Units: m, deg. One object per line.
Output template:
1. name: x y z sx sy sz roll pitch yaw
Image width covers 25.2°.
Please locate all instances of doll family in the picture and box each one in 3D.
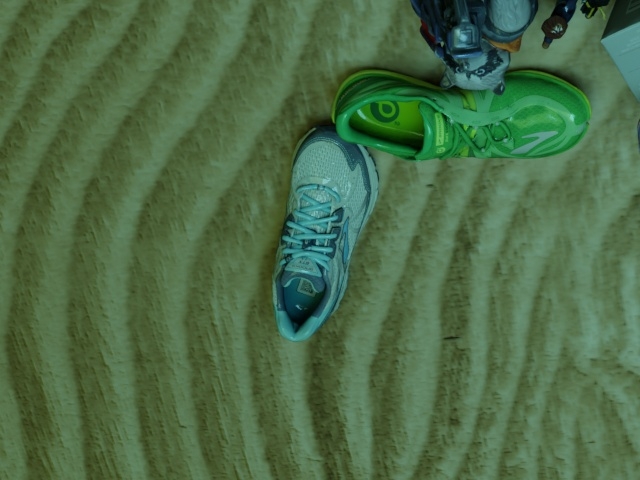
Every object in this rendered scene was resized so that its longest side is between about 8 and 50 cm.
1. doll family: 0.284 -0.282 1.495 0.076 0.111 0.193 15 122 6

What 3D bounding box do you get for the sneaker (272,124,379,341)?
1. sneaker: 0.000 0.000 1.726 0.110 0.122 0.283 12 121 8

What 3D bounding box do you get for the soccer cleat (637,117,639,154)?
1. soccer cleat: 0.419 -0.051 1.441 0.248 0.095 0.083 37 135 -6

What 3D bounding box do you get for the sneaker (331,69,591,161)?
1. sneaker: 0.154 -0.127 1.612 0.295 0.123 0.109 2 119 13

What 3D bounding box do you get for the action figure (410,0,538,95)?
1. action figure: 0.181 -0.288 1.417 0.178 0.341 0.330 3 122 -9

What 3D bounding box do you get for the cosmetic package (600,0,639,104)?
1. cosmetic package: 0.401 -0.165 1.507 0.107 0.127 0.238 -24 116 36
